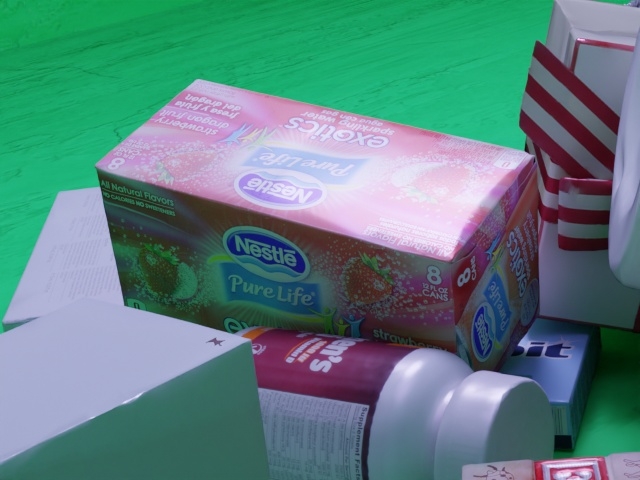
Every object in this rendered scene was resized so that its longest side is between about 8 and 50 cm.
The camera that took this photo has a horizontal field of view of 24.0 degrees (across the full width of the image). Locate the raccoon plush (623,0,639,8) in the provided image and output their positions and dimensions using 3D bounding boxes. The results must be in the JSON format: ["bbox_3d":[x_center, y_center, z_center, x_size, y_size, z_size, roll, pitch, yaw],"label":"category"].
[{"bbox_3d":[0.327,-0.138,1.716,0.299,0.216,0.446,-34,-1,-27],"label":"raccoon plush"}]

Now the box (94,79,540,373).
[{"bbox_3d":[0.000,0.000,1.116,0.300,0.154,0.142,16,41,27],"label":"box"}]

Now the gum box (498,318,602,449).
[{"bbox_3d":[0.128,0.102,1.161,0.157,0.041,0.184,-1,18,18],"label":"gum box"}]

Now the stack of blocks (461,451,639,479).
[{"bbox_3d":[0.156,0.210,0.744,0.171,0.087,0.297,-5,18,8],"label":"stack of blocks"}]

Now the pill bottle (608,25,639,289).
[{"bbox_3d":[0.397,-0.051,0.960,0.392,0.224,0.224,9,20,4],"label":"pill bottle"}]

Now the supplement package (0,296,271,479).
[{"bbox_3d":[-0.141,0.165,0.817,0.149,0.203,0.194,10,25,43],"label":"supplement package"}]

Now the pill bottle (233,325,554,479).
[{"bbox_3d":[0.034,0.127,0.995,0.221,0.121,0.121,5,22,34],"label":"pill bottle"}]

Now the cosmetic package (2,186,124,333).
[{"bbox_3d":[-0.119,0.030,1.391,0.284,0.097,0.377,-9,18,1],"label":"cosmetic package"}]

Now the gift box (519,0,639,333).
[{"bbox_3d":[0.277,-0.076,1.204,0.255,0.276,0.258,4,20,2],"label":"gift box"}]
